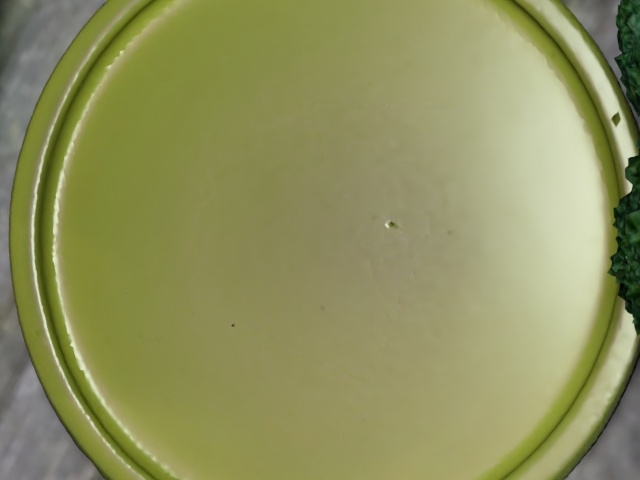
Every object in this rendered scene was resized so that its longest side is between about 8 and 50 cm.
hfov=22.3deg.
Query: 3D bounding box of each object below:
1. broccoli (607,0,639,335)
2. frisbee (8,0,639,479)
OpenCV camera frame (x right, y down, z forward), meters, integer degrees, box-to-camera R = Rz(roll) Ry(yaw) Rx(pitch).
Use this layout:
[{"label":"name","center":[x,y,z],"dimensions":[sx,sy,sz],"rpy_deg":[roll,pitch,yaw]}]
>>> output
[{"label":"broccoli","center":[0.208,-0.043,0.423],"dimensions":[0.270,0.270,0.270],"rpy_deg":[8,60,15]},{"label":"frisbee","center":[0.000,0.000,0.570],"dimensions":[0.236,0.017,0.235],"rpy_deg":[0,88,15]}]
